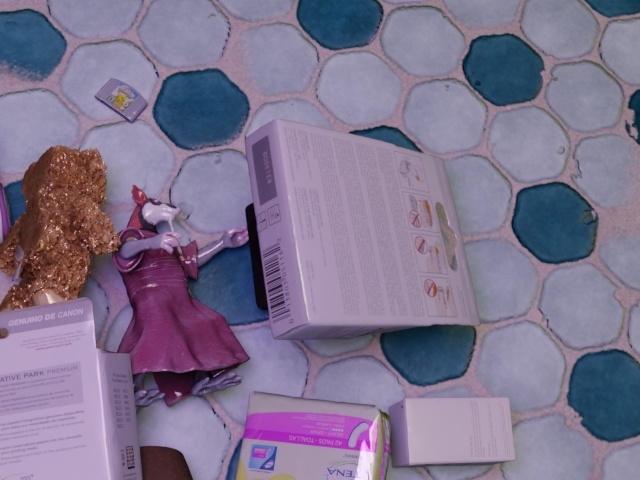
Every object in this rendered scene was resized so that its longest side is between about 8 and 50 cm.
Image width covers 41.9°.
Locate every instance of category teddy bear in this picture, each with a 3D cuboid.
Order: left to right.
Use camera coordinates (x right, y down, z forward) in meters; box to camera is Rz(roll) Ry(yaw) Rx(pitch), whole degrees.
[{"bbox_3d":[-0.399,0.015,1.272,0.113,0.245,0.338,30,28,-38],"label":"teddy bear"}]

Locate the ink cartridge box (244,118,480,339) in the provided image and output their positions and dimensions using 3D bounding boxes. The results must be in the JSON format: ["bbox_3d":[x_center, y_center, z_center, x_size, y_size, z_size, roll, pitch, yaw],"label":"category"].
[{"bbox_3d":[0.073,-0.006,1.296,0.384,0.091,0.308,6,67,-43],"label":"ink cartridge box"}]

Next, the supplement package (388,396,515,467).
[{"bbox_3d":[0.212,0.315,1.369,0.179,0.105,0.105,2,72,-10],"label":"supplement package"}]

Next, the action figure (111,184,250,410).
[{"bbox_3d":[-0.260,0.086,1.353,0.275,0.248,0.370,-32,64,21],"label":"action figure"}]

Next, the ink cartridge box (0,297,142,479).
[{"bbox_3d":[-0.417,0.239,1.134,0.309,0.130,0.272,-9,78,4],"label":"ink cartridge box"}]

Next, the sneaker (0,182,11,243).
[{"bbox_3d":[-0.610,-0.127,1.362,0.152,0.114,0.305,-15,75,-16],"label":"sneaker"}]

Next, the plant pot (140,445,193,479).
[{"bbox_3d":[-0.252,0.426,1.210,0.215,0.215,0.231,0,57,-10],"label":"plant pot"}]

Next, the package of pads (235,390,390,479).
[{"bbox_3d":[-0.014,0.391,1.267,0.229,0.101,0.297,3,70,16],"label":"package of pads"}]

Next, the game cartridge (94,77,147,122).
[{"bbox_3d":[-0.357,-0.256,1.507,0.083,0.017,0.056,34,65,2],"label":"game cartridge"}]

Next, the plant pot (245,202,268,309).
[{"bbox_3d":[0.000,0.000,1.382,0.187,0.167,0.188,1,70,-27],"label":"plant pot"}]
